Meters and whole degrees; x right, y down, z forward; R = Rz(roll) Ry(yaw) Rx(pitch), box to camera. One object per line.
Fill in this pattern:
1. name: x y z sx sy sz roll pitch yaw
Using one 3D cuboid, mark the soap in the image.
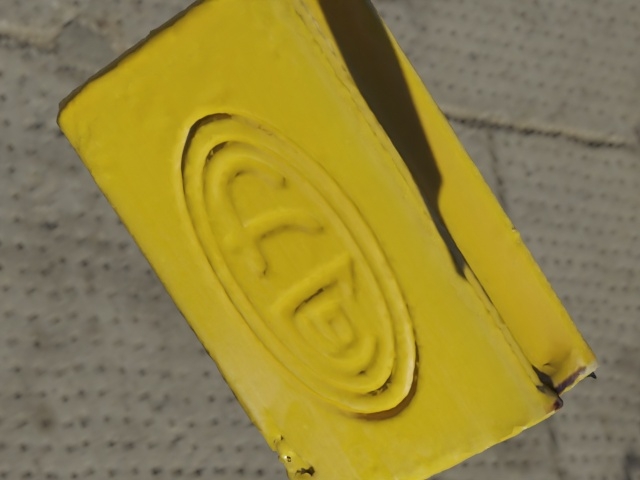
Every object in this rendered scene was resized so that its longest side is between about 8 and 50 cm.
1. soap: 0.000 0.001 1.128 0.324 0.204 0.096 56 33 -2
